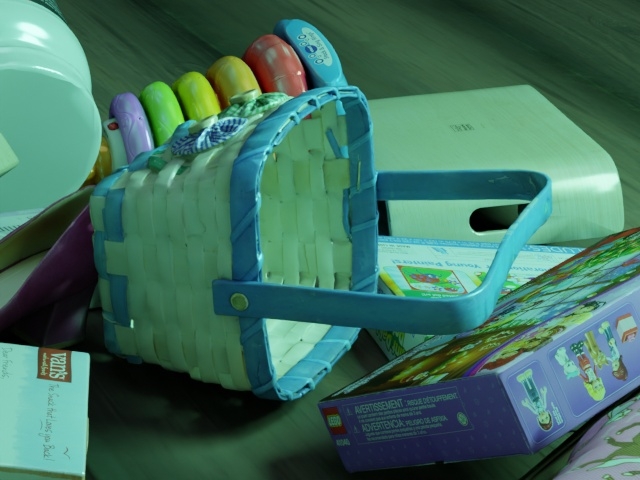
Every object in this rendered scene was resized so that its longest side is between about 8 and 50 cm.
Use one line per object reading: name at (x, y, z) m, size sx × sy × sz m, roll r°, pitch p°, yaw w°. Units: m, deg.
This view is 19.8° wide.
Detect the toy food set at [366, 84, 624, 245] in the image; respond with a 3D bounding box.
toy food set at (0.134, -0.066, 1.760) m, size 0.220 × 0.092 × 0.306 m, roll -6°, pitch 22°, yaw -12°

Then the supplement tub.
supplement tub at (-0.300, -0.153, 1.498) m, size 0.191 × 0.191 × 0.272 m, roll -1°, pitch 40°, yaw -31°

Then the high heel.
high heel at (-0.238, 0.031, 1.230) m, size 0.244 × 0.117 × 0.082 m, roll -10°, pitch 29°, yaw -44°

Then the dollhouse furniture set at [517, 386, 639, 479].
dollhouse furniture set at (0.207, 0.178, 1.126) m, size 0.151 × 0.123 × 0.144 m, roll 51°, pitch -8°, yaw 7°

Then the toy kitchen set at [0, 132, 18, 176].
toy kitchen set at (-0.354, -0.035, 1.295) m, size 0.122 × 0.207 × 0.166 m, roll 56°, pitch 25°, yaw -4°

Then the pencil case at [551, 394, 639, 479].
pencil case at (0.123, 0.200, 0.894) m, size 0.160 × 0.167 × 0.386 m, roll -3°, pitch 12°, yaw 30°

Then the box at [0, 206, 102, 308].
box at (-0.251, 0.022, 1.327) m, size 0.324 × 0.067 × 0.063 m, roll -10°, pitch 28°, yaw -42°

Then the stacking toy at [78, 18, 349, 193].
stacking toy at (-0.129, -0.079, 1.586) m, size 0.302 × 0.165 × 0.175 m, roll -11°, pitch 36°, yaw -15°

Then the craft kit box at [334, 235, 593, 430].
craft kit box at (0.166, 0.070, 1.435) m, size 0.250 × 0.061 × 0.246 m, roll 3°, pitch 19°, yaw -20°

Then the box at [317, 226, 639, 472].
box at (0.167, 0.058, 1.201) m, size 0.293 × 0.057 × 0.201 m, roll -27°, pitch 6°, yaw -33°

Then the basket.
basket at (0.000, 0.000, 1.278) m, size 0.289 × 0.201 × 0.255 m, roll 5°, pitch 21°, yaw 17°

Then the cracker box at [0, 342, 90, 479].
cracker box at (-0.254, 0.114, 1.076) m, size 0.232 × 0.067 × 0.155 m, roll 7°, pitch 21°, yaw -8°
